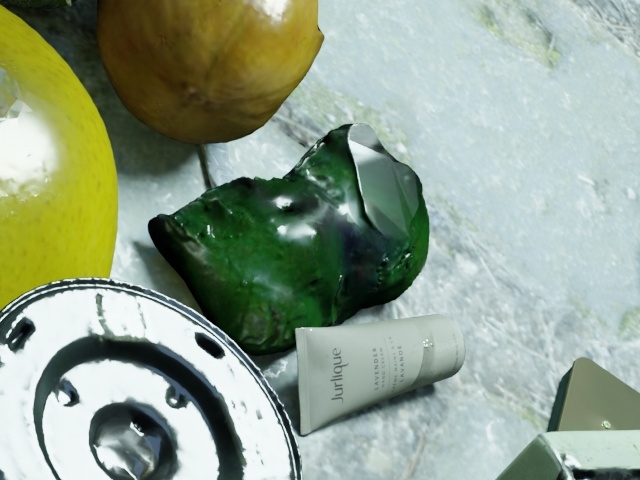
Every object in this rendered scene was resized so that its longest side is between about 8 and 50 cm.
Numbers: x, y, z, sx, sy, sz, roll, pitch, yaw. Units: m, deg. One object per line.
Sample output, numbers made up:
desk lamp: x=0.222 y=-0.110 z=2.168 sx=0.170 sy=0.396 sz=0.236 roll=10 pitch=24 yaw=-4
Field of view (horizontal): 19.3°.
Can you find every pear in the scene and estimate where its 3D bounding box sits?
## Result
pear: x=-0.286 y=-0.046 z=1.303 sx=0.340 sy=0.191 sz=0.386 roll=17 pitch=47 yaw=-26

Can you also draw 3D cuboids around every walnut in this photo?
walnut: x=-0.097 y=-0.206 z=1.587 sx=0.203 sy=0.203 sz=0.298 roll=21 pitch=29 yaw=-23

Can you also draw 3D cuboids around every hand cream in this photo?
hand cream: x=-0.086 y=-0.057 z=1.604 sx=0.030 sy=0.019 sz=0.093 roll=9 pitch=45 yaw=-30
hand cream: x=0.050 y=0.099 z=1.545 sx=0.186 sy=0.054 sz=0.087 roll=-11 pitch=102 yaw=-43

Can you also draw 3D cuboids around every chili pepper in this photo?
chili pepper: x=0.006 y=-0.004 z=1.552 sx=0.264 sy=0.116 sz=0.148 roll=-17 pitch=73 yaw=-44

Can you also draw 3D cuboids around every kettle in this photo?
kettle: x=-0.154 y=0.211 z=1.104 sx=0.262 sy=0.308 sz=0.203 roll=50 pitch=41 yaw=9

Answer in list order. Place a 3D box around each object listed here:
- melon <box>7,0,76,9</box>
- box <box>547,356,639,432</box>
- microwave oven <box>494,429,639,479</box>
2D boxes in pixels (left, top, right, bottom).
melon: x=-0.243 y=-0.261 z=1.573 sx=0.114 sy=0.114 sz=0.167 roll=-9 pitch=60 yaw=-42
box: x=0.243 y=0.169 z=1.657 sx=0.091 sy=0.031 sz=0.126 roll=33 pitch=42 yaw=-11
microwave oven: x=0.308 y=0.314 z=1.426 sx=0.394 sy=0.247 sz=0.333 roll=4 pitch=54 yaw=-36
